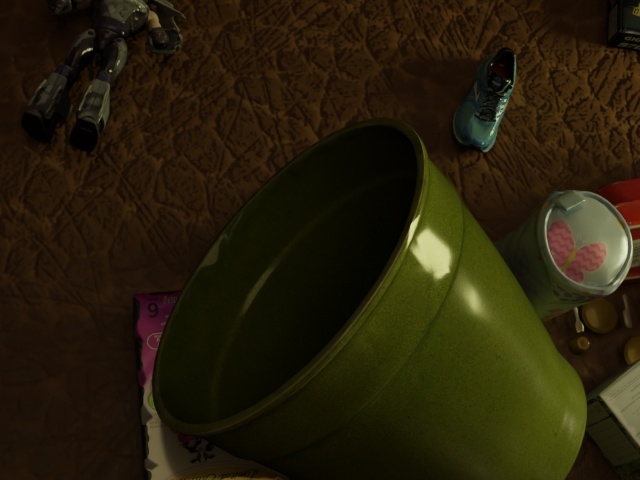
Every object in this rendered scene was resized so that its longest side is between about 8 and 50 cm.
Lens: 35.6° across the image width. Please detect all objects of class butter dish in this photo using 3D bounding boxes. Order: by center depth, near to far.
[{"bbox_3d":[0.397,-0.027,1.280,0.160,0.160,0.118,-8,48,-13],"label":"butter dish"}]

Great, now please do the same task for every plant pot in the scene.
[{"bbox_3d":[0.079,0.127,1.032,0.353,0.366,0.366,41,65,-25],"label":"plant pot"}]

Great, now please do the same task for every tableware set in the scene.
[{"bbox_3d":[0.392,0.121,1.275,0.154,0.024,0.104,-2,73,-11],"label":"tableware set"}]

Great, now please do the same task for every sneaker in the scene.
[{"bbox_3d":[0.224,-0.194,1.340,0.063,0.073,0.162,19,67,-2],"label":"sneaker"}]

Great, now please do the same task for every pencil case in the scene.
[{"bbox_3d":[0.244,0.034,1.153,0.114,0.273,0.124,-9,78,-19],"label":"pencil case"}]

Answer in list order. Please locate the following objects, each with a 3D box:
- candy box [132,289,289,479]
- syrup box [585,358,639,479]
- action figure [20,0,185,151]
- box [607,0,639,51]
[{"bbox_3d":[-0.129,0.173,1.143,0.159,0.071,0.233,-5,70,-11],"label":"candy box"},{"bbox_3d":[0.417,0.263,1.184,0.096,0.093,0.237,-33,77,-19],"label":"syrup box"},{"bbox_3d":[-0.276,-0.250,1.272,0.185,0.099,0.285,15,64,3],"label":"action figure"},{"bbox_3d":[0.532,-0.354,1.456,0.220,0.051,0.175,8,75,-6],"label":"box"}]
